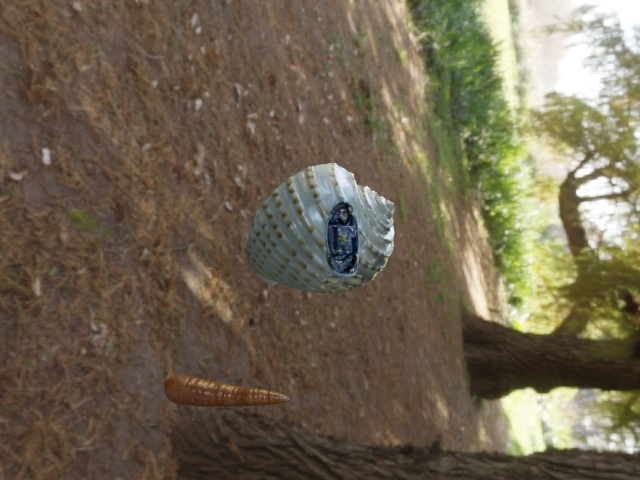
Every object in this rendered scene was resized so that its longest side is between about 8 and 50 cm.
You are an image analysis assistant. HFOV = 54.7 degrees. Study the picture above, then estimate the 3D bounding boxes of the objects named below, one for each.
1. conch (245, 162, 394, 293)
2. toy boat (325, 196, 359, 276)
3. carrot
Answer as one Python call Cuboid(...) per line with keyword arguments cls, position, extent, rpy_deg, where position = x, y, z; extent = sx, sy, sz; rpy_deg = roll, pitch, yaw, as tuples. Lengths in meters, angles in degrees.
Cuboid(cls="conch", position=(0.011, 0.006, 1.323), extent=(0.215, 0.319, 0.303), rpy_deg=(44, 2, 40))
Cuboid(cls="toy boat", position=(0.038, -0.005, 1.053), extent=(0.061, 0.060, 0.137), rpy_deg=(124, -32, -71))
Cuboid(cls="carrot", position=(-0.151, 0.245, 0.984), extent=(0.048, 0.216, 0.048), rpy_deg=(2, 90, -75))
